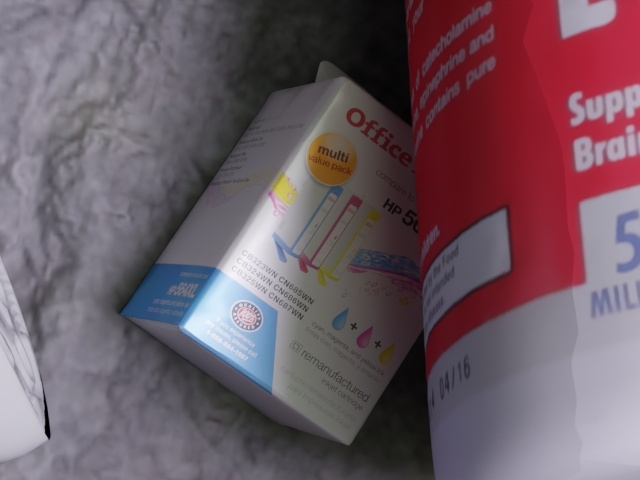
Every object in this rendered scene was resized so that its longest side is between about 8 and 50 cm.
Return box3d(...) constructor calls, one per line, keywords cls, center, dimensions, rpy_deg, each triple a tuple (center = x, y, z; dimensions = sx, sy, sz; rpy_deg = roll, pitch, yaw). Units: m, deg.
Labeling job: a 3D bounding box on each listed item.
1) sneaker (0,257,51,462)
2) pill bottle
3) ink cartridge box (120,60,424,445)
box3d(cls="sneaker", center=(-0.271, -0.007, 0.622), dimensions=(0.236, 0.130, 0.323), rpy_deg=(-29, 113, -1))
box3d(cls="pill bottle", center=(0.145, -0.092, 0.640), dimensions=(0.229, 0.229, 0.407), rpy_deg=(7, 65, -21))
box3d(cls="ink cartridge box", center=(0.000, 0.000, 0.725), dimensions=(0.092, 0.090, 0.143), rpy_deg=(36, 79, -18))
